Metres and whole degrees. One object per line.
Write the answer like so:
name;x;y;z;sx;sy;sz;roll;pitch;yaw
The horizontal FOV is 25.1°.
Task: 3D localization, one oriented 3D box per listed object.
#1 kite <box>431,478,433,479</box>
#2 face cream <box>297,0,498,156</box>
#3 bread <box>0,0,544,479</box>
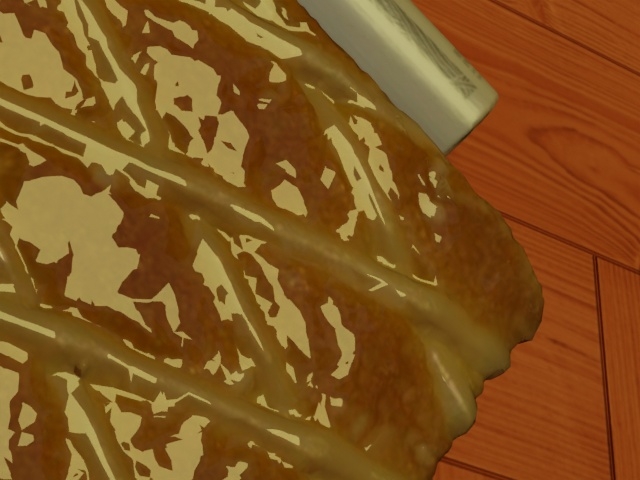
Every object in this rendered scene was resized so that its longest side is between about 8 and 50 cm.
kite;0.093;0.305;0.979;0.335;0.011;0.314;16;54;-30
face cream;-0.006;-0.207;1.163;0.345;0.102;0.102;46;45;-7
bread;-0.139;0.043;0.727;0.390;0.279;0.371;46;56;-14
